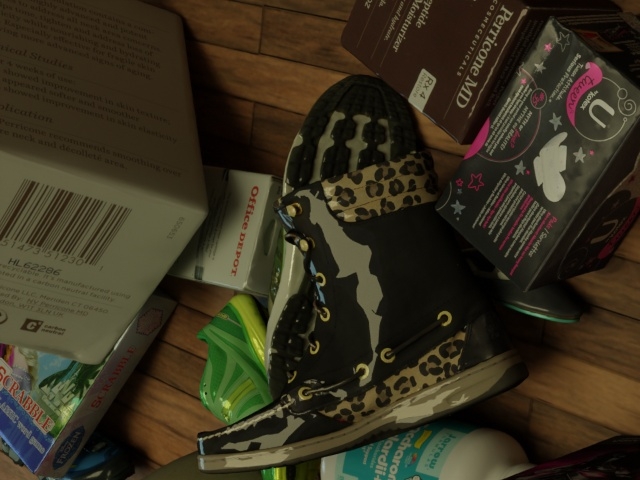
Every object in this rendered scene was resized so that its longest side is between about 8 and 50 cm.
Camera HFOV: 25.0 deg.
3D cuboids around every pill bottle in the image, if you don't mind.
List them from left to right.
[{"bbox_3d":[0.138,0.274,1.643,0.264,0.146,0.146,8,101,43],"label":"pill bottle"}]

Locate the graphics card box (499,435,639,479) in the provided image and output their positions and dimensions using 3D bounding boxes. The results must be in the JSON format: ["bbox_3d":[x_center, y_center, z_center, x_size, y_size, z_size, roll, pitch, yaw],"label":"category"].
[{"bbox_3d":[0.277,0.262,1.347,0.233,0.371,0.094,-8,90,46],"label":"graphics card box"}]

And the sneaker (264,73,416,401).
[{"bbox_3d":[0.000,0.000,1.748,0.182,0.158,0.410,-167,90,-76],"label":"sneaker"}]

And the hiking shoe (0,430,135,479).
[{"bbox_3d":[-0.401,0.293,2.178,0.304,0.113,0.132,12,122,42],"label":"hiking shoe"}]

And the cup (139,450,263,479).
[{"bbox_3d":[-0.198,0.445,1.809,0.331,0.237,0.331,7,100,44],"label":"cup"}]

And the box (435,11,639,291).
[{"bbox_3d":[0.262,-0.090,1.460,0.142,0.163,0.247,47,125,26],"label":"box"}]

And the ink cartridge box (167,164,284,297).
[{"bbox_3d":[-0.120,-0.014,1.872,0.208,0.087,0.153,12,86,45],"label":"ink cartridge box"}]

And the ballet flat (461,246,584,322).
[{"bbox_3d":[0.204,0.042,1.603,0.203,0.074,0.074,12,103,45],"label":"ballet flat"}]

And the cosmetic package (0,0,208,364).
[{"bbox_3d":[-0.374,-0.110,1.881,0.327,0.329,0.393,-52,34,36],"label":"cosmetic package"}]

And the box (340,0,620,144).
[{"bbox_3d":[0.166,-0.228,1.533,0.203,0.167,0.168,44,124,31],"label":"box"}]

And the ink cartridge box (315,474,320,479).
[{"bbox_3d":[-0.068,0.396,1.902,0.193,0.088,0.234,-33,72,40],"label":"ink cartridge box"}]

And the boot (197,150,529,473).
[{"bbox_3d":[0.009,0.087,1.586,0.377,0.138,0.284,-20,84,15],"label":"boot"}]

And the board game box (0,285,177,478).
[{"bbox_3d":[-0.405,0.130,2.137,0.319,0.066,0.318,38,98,34],"label":"board game box"}]

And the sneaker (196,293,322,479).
[{"bbox_3d":[-0.082,0.208,1.837,0.123,0.109,0.295,-33,50,16],"label":"sneaker"}]
